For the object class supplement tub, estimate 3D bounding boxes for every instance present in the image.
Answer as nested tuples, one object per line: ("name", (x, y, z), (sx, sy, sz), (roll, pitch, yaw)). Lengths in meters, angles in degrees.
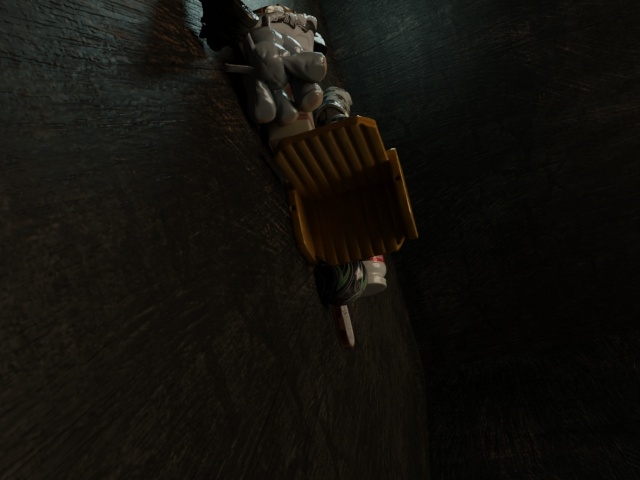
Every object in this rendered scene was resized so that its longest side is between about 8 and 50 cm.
("supplement tub", (0.138, 0.058, 1.926), (0.191, 0.191, 0.273), (47, 31, -64))

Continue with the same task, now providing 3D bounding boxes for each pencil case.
("pencil case", (0.066, -0.585, 2.395), (0.184, 0.159, 0.410), (58, 19, -21))

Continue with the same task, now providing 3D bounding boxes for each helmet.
("helmet", (0.071, 0.126, 1.674), (0.162, 0.169, 0.169), (63, 5, 31))

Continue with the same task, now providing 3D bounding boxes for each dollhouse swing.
("dollhouse swing", (0.064, -0.121, 1.456), (0.305, 0.346, 0.316), (35, 42, -72))

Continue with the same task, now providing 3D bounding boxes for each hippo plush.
("hippo plush", (-0.145, -0.462, 1.409), (0.294, 0.234, 0.237), (12, 32, -29))

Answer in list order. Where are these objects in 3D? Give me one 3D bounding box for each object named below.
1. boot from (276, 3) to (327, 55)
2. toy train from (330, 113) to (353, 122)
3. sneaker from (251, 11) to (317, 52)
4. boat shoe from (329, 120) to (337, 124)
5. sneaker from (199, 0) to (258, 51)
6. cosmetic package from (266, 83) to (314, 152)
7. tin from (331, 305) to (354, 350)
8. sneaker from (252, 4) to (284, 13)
("boot", (-0.115, -0.855, 2.020), (0.263, 0.096, 0.281), (3, 50, -35))
("toy train", (0.127, -0.355, 2.115), (0.190, 0.142, 0.334), (-3, 79, -67))
("sneaker", (-0.118, -0.599, 1.629), (0.365, 0.137, 0.211), (-33, 125, -56))
("boat shoe", (0.066, -0.335, 1.973), (0.081, 0.079, 0.228), (5, 76, -86))
("sneaker", (-0.252, -0.527, 1.189), (0.228, 0.130, 0.087), (49, 21, 14))
("cosmetic package", (-0.094, -0.392, 1.553), (0.153, 0.129, 0.297), (66, 15, -67))
("tin", (0.079, 0.282, 1.782), (0.106, 0.040, 0.190), (21, 55, -79))
("sneaker", (-0.150, -0.699, 1.764), (0.262, 0.099, 0.121), (10, 70, -75))
